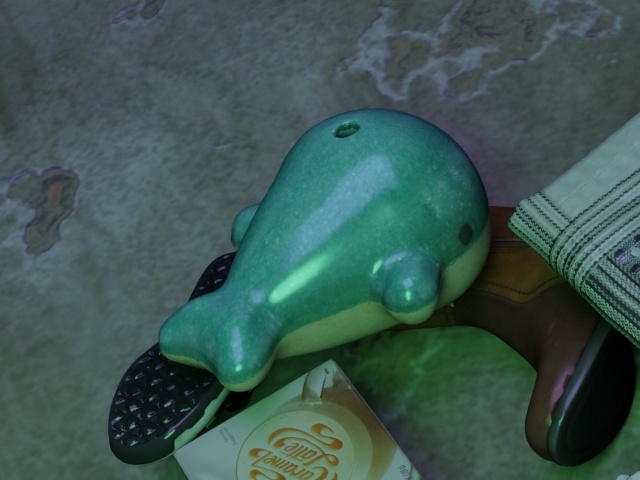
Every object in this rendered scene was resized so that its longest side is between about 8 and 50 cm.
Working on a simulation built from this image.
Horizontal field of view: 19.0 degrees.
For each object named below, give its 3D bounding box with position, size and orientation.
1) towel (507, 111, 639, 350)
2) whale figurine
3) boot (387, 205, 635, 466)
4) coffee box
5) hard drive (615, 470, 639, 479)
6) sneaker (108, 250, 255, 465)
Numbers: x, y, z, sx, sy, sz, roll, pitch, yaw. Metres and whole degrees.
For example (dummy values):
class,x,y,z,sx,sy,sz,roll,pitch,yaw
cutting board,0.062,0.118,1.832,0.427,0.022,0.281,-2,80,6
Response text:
class,x,y,z,sx,sy,sz,roll,pitch,yaw
towel,0.341,-0.022,1.302,0.324,0.056,0.312,-34,47,-11
whale figurine,0.000,0.000,1.408,0.272,0.141,0.216,-33,35,-27
boot,0.103,0.056,1.460,0.280,0.096,0.264,2,51,23
coffee box,0.018,0.218,1.339,0.141,0.098,0.246,-30,46,-8
hard drive,0.312,0.235,1.164,0.339,0.064,0.237,-11,43,38
sneaker,-0.077,0.106,1.476,0.084,0.097,0.234,7,41,29
